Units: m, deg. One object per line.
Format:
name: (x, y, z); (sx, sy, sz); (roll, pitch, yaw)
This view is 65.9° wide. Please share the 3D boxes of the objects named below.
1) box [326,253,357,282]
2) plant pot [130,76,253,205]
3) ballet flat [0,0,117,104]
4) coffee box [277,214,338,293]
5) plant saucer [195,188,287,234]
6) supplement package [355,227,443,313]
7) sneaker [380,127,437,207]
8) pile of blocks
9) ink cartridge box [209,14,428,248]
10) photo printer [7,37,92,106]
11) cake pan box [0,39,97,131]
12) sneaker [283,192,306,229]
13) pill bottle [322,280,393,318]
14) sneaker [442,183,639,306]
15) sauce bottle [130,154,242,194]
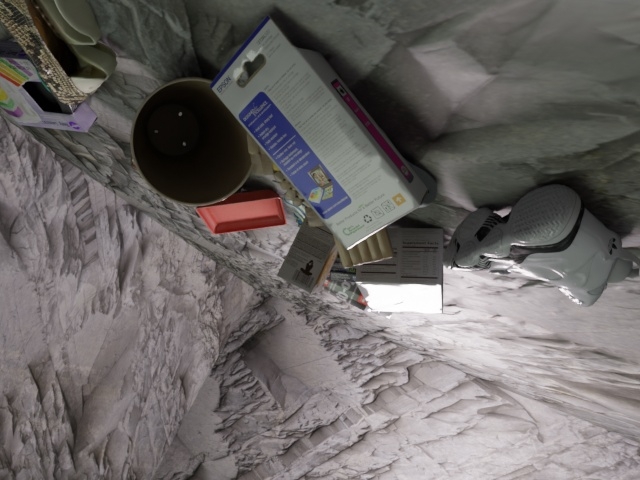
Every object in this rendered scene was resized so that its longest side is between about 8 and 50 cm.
box: (0.116, 0.078, 1.482); (0.206, 0.114, 0.036); (6, 128, 5)
plant pot: (-0.306, -0.236, 1.109); (0.256, 0.257, 0.274); (37, 179, -32)
ballet flat: (-0.534, -0.422, 1.023); (0.181, 0.164, 0.483); (11, 162, 2)
coffee box: (0.000, 0.000, 1.233); (0.098, 0.247, 0.141); (26, 179, 9)
plant saucer: (-0.246, -0.094, 1.586); (0.258, 0.048, 0.258); (-8, 163, -2)
supplement package: (0.213, 0.083, 1.272); (0.203, 0.145, 0.262); (1, 157, 15)
sneaker: (0.105, -0.137, 0.931); (0.258, 0.094, 0.091); (36, 161, -27)
pile of blocks: (0.014, -0.108, 0.976); (0.149, 0.113, 0.362); (-37, 106, 26)
ink cartridge box: (-0.003, -0.168, 0.820); (0.371, 0.069, 0.175); (48, 130, -11)
photo printer: (-0.848, -0.470, 1.467); (0.307, 0.107, 0.256); (12, 158, 46)
cake pan box: (-0.752, -0.396, 1.280); (0.266, 0.070, 0.246); (10, 153, 16)
sneaker: (-0.028, -0.037, 1.438); (0.240, 0.126, 0.091); (34, 164, -26)
pill bottle: (0.136, 0.148, 1.705); (0.283, 0.161, 0.161); (25, 165, 8)
sneaker: (0.386, 0.032, 0.911); (0.210, 0.138, 0.366); (33, 161, -8)
sauce bottle: (-0.422, -0.211, 1.571); (0.344, 0.112, 0.111); (23, 166, -6)
